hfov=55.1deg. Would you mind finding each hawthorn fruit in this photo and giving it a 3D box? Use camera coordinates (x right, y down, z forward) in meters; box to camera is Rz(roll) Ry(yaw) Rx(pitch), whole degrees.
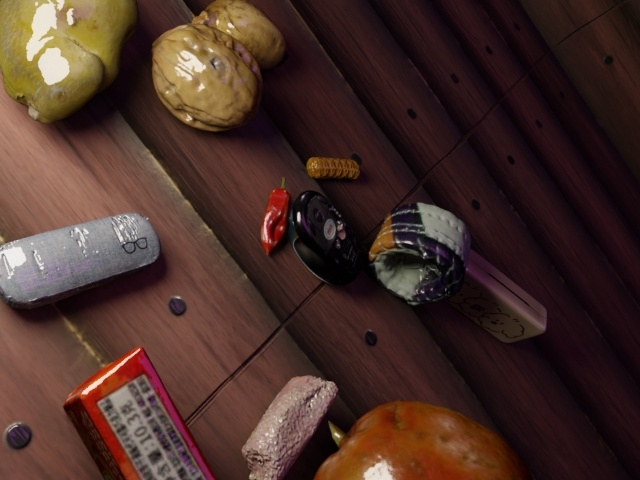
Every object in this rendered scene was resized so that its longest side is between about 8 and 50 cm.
[{"bbox_3d":[0.159,0.456,1.067,0.403,0.403,0.402,18,59,-33],"label":"hawthorn fruit"}]

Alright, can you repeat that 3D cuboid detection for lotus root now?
[{"bbox_3d":[-0.177,-0.468,1.385,0.257,0.140,0.154,8,24,-49],"label":"lotus root"}]

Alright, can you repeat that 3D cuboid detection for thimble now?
[{"bbox_3d":[0.233,0.037,1.431,0.237,0.237,0.150,41,52,-18],"label":"thimble"}]

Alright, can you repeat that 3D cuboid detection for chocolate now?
[{"bbox_3d":[-0.264,0.289,0.881,0.108,0.235,0.237,-28,89,-33],"label":"chocolate"}]

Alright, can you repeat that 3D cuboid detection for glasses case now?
[{"bbox_3d":[-0.392,0.028,1.007,0.282,0.067,0.109,-20,81,-45],"label":"glasses case"},{"bbox_3d":[0.433,0.148,1.594,0.336,0.144,0.076,34,50,-22],"label":"glasses case"}]

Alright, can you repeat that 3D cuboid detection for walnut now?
[{"bbox_3d":[-0.228,-0.324,1.233,0.245,0.198,0.198,35,51,-21],"label":"walnut"}]

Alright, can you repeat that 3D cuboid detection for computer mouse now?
[{"bbox_3d":[0.000,0.000,1.330,0.233,0.096,0.137,53,44,-26],"label":"computer mouse"}]

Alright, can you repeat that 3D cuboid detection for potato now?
[{"bbox_3d":[-0.443,-0.362,1.062,0.218,0.202,0.350,17,66,-20],"label":"potato"}]

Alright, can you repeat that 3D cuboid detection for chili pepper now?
[{"bbox_3d":[-0.094,-0.057,1.312,0.059,0.050,0.191,34,57,-44],"label":"chili pepper"}]

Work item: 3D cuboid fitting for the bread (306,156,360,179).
[{"bbox_3d":[0.033,-0.173,1.478,0.157,0.044,0.052,-2,77,-40],"label":"bread"}]

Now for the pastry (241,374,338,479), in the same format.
[{"bbox_3d":[-0.064,0.348,1.108,0.112,0.103,0.265,38,47,-11],"label":"pastry"}]
